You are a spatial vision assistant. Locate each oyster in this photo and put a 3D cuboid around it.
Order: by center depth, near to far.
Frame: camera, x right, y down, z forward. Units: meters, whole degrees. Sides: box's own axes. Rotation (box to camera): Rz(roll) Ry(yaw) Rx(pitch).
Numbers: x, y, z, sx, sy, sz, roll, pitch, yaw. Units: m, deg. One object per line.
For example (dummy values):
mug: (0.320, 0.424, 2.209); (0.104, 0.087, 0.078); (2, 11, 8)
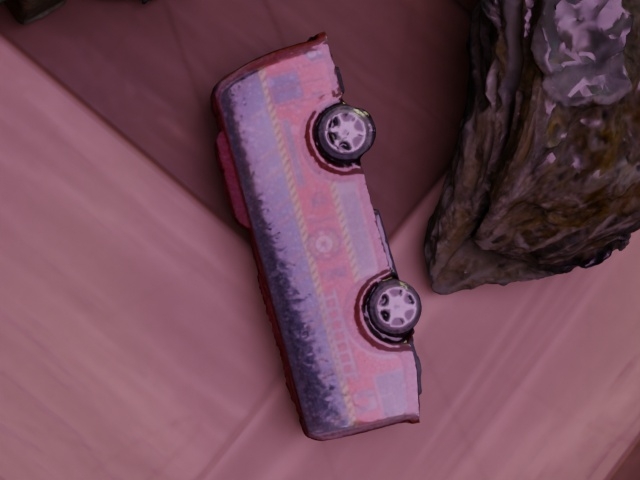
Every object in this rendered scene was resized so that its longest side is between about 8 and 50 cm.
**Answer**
oyster: (0.138, -0.129, 0.863); (0.162, 0.158, 0.351); (23, 93, -2)

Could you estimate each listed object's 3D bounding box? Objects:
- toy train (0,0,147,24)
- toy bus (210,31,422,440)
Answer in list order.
toy train: (-0.052, -0.223, 0.832); (0.326, 0.129, 0.159); (-33, 90, -13)
toy bus: (0.000, 0.000, 0.862); (0.077, 0.065, 0.192); (-16, 90, -5)
